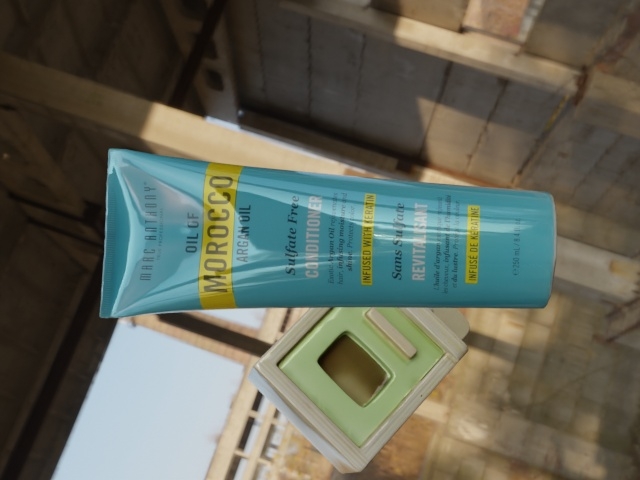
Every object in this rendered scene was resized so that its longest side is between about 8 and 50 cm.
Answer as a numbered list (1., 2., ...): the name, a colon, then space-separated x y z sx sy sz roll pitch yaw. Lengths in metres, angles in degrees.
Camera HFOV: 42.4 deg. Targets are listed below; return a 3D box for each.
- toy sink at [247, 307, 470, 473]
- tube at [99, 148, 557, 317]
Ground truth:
1. toy sink: 0.057 0.113 0.895 0.234 0.153 0.131 -43 -6 -18
2. tube: 0.000 0.000 0.381 0.052 0.207 0.080 56 -144 -79
